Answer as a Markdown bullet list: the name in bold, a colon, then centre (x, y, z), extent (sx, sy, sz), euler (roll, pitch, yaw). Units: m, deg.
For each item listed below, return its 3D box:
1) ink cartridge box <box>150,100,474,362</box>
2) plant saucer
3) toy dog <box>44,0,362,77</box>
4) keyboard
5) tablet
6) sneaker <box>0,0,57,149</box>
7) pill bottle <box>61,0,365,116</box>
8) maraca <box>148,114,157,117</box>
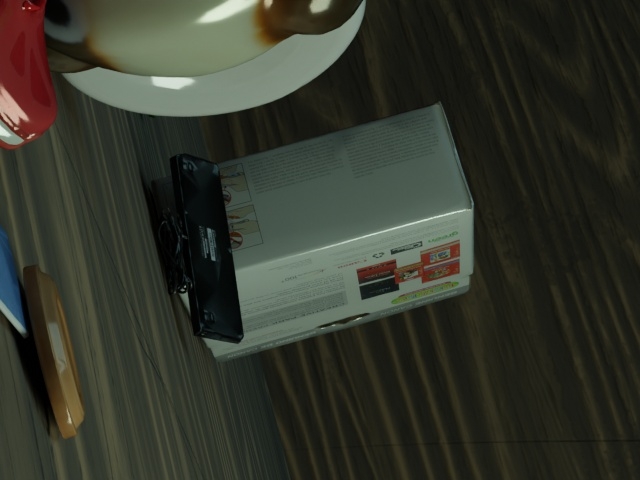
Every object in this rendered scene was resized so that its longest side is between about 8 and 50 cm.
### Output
- **ink cartridge box**: centre (0.000, 0.000, 1.966), extent (0.272, 0.309, 0.130), euler (78, -4, -69)
- **plant saucer**: centre (-0.125, 0.052, 0.872), extent (0.083, 0.013, 0.083), euler (167, -90, -85)
- **toy dog**: centre (-0.095, -0.286, 0.985), extent (0.395, 0.284, 0.408), euler (51, 38, -67)
- **keyboard**: centre (-0.127, 0.007, 1.790), extent (0.100, 0.038, 0.192), euler (20, 54, -52)
- **tablet**: centre (-0.144, 0.008, 0.809), extent (0.083, 0.006, 0.054), euler (79, -4, -72)
- **sneaker**: centre (-0.122, -0.145, 0.808), extent (0.087, 0.128, 0.221), euler (-105, 178, -51)
- **pill bottle**: centre (-0.108, -0.315, 1.354), extent (0.229, 0.229, 0.408), euler (76, 4, -63)
- **maraca**: centre (-0.174, -0.216, 2.074), extent (0.186, 0.099, 0.127), euler (-61, 145, -53)
